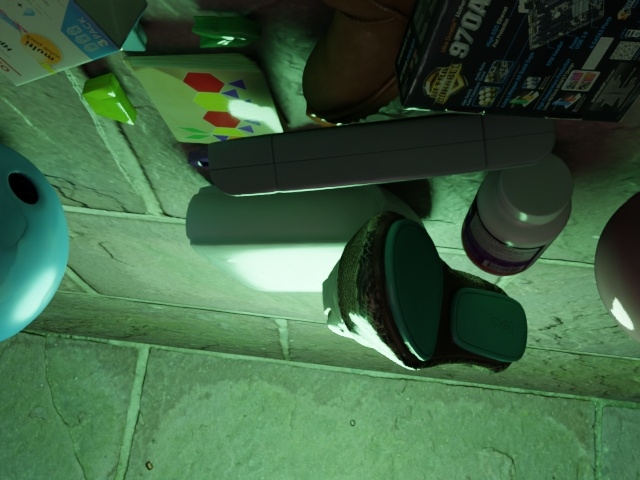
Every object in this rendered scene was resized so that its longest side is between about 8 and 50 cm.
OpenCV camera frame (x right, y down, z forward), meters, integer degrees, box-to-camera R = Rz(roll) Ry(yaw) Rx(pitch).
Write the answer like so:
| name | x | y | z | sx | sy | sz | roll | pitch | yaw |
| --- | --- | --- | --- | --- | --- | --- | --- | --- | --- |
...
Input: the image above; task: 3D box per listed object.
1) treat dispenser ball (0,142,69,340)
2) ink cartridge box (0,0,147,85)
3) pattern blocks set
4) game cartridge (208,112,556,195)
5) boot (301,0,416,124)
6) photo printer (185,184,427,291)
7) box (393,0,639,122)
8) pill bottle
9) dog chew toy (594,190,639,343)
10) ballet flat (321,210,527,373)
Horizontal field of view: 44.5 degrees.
| name | x | y | z | sx | sy | sz | roll | pitch | yaw |
| --- | --- | --- | --- | --- | --- | --- | --- | --- | --- |
| treat dispenser ball | -0.479 | 0.002 | 1.019 | 0.288 | 0.288 | 0.288 | 6 | 162 | 2 |
| ink cartridge box | -0.250 | -0.195 | 0.658 | 0.181 | 0.062 | 0.104 | -6 | 142 | 36 |
| pattern blocks set | -0.112 | -0.147 | 0.842 | 0.285 | 0.026 | 0.325 | 7 | 162 | 0 |
| game cartridge | 0.055 | -0.086 | 0.730 | 0.297 | 0.062 | 0.198 | -5 | -167 | 7 |
| boot | -0.022 | -0.201 | 0.560 | 0.269 | 0.089 | 0.236 | 19 | 146 | -35 |
| photo printer | 0.000 | 0.000 | 1.122 | 0.307 | 0.107 | 0.256 | -1 | 160 | 23 |
| box | 0.159 | -0.168 | 0.499 | 0.175 | 0.051 | 0.220 | 1 | 147 | -11 |
| pill bottle | 0.234 | -0.032 | 0.931 | 0.108 | 0.108 | 0.193 | 6 | 162 | 3 |
| dog chew toy | 0.450 | 0.002 | 0.827 | 0.206 | 0.207 | 0.332 | 13 | 154 | -17 |
| ballet flat | 0.112 | 0.087 | 1.006 | 0.182 | 0.164 | 0.483 | -1 | 164 | 32 |
